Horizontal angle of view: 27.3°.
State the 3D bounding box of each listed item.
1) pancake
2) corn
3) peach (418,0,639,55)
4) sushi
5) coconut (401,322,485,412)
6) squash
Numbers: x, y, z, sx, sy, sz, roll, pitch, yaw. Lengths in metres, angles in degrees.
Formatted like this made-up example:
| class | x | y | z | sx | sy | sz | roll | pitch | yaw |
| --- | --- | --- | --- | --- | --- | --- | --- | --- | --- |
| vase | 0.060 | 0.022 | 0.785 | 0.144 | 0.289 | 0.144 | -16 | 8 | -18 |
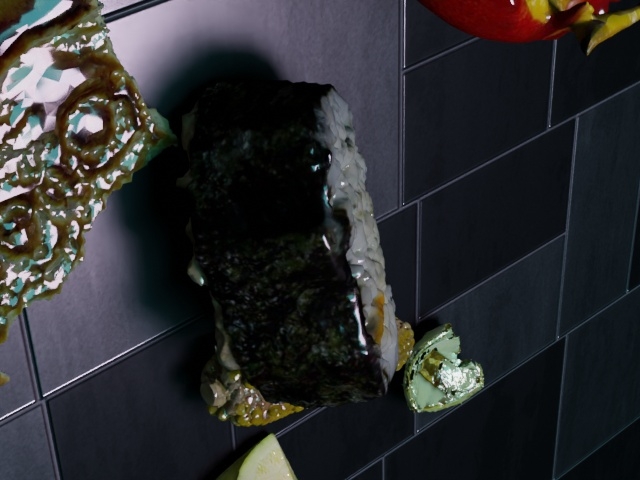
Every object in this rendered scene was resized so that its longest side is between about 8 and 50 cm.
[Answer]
| class | x | y | z | sx | sy | sz | roll | pitch | yaw |
| --- | --- | --- | --- | --- | --- | --- | --- | --- | --- |
| pancake | -0.286 | -0.030 | 1.141 | 0.427 | 0.067 | 0.305 | -55 | 141 | -5 |
| corn | -0.013 | 0.147 | 1.526 | 0.319 | 0.097 | 0.097 | -11 | 122 | -44 |
| peach | 0.201 | -0.377 | 1.251 | 0.406 | 0.310 | 0.335 | -44 | 144 | -28 |
| sushi | -0.028 | 0.012 | 1.324 | 0.211 | 0.170 | 0.350 | -78 | 157 | -58 |
| coconut | 0.151 | 0.171 | 1.743 | 0.133 | 0.055 | 0.158 | -40 | 136 | -20 |
| squash | -0.106 | 0.316 | 1.546 | 0.200 | 0.075 | 0.090 | -37 | 118 | -24 |
